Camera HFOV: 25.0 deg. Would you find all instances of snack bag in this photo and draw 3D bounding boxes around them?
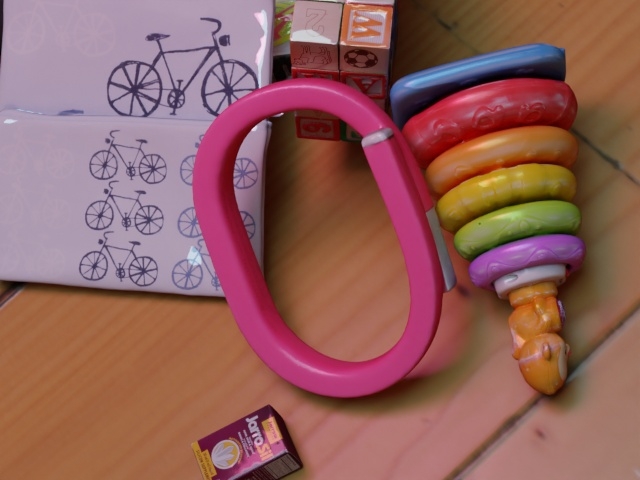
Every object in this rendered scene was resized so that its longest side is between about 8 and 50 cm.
[{"bbox_3d":[-0.191,-0.119,1.445,0.323,0.037,0.343,4,90,21],"label":"snack bag"}]

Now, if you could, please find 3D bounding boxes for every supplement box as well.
[{"bbox_3d":[-0.067,0.196,1.312,0.083,0.043,0.055,-28,57,4],"label":"supplement box"}]

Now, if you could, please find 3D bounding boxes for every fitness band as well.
[{"bbox_3d":[0.000,0.000,1.287,0.209,0.054,0.291,-17,98,23],"label":"fitness band"}]

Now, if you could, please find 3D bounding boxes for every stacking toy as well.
[{"bbox_3d":[0.173,-0.011,1.283,0.165,0.175,0.302,-13,73,2],"label":"stacking toy"}]

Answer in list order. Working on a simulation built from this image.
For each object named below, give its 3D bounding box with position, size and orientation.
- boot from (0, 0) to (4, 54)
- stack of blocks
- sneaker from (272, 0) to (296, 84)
[{"bbox_3d":[-0.301,-0.356,1.616,0.284,0.138,0.377,21,77,28],"label":"boot"},{"bbox_3d":[0.034,-0.262,1.365,0.087,0.171,0.297,5,64,4],"label":"stack of blocks"},{"bbox_3d":[-0.045,-0.204,1.489,0.208,0.081,0.094,-26,58,-7],"label":"sneaker"}]
